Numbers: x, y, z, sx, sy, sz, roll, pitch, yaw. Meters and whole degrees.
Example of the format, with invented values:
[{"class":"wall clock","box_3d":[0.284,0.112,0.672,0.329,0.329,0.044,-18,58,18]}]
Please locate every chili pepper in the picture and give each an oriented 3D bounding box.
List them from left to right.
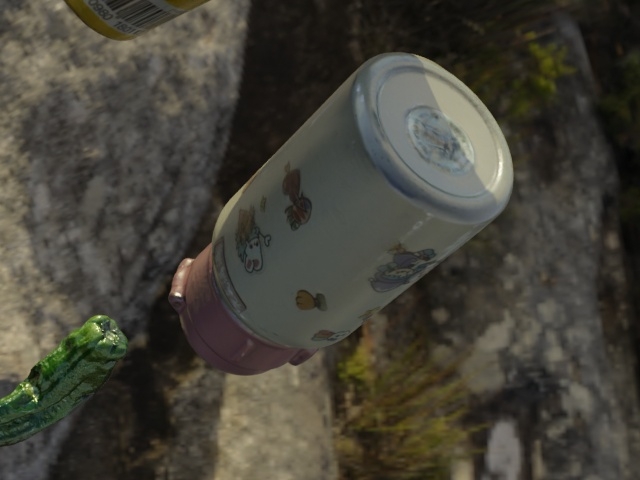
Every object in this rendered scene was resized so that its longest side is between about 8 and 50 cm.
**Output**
[{"class":"chili pepper","box_3d":[-0.243,0.124,1.131,0.182,0.050,0.073,-28,147,-5]}]

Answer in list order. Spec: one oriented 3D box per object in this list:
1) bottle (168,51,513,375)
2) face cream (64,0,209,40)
[{"class":"bottle","box_3d":[0.000,0.000,0.781,0.110,0.233,0.110,21,48,-26]},{"class":"face cream","box_3d":[0.015,-0.217,0.697,0.105,0.348,0.105,45,33,-41]}]
